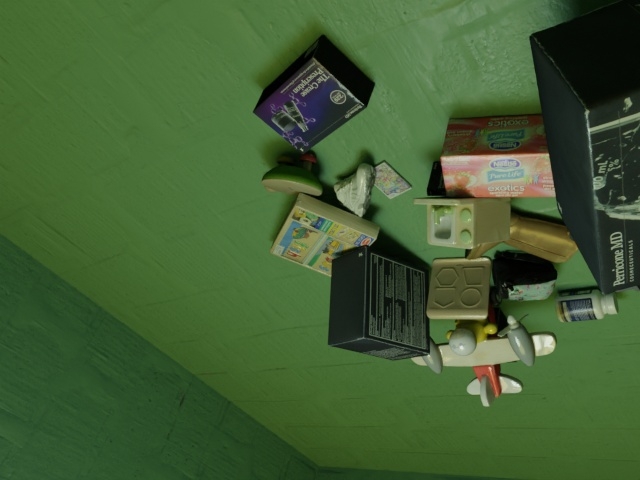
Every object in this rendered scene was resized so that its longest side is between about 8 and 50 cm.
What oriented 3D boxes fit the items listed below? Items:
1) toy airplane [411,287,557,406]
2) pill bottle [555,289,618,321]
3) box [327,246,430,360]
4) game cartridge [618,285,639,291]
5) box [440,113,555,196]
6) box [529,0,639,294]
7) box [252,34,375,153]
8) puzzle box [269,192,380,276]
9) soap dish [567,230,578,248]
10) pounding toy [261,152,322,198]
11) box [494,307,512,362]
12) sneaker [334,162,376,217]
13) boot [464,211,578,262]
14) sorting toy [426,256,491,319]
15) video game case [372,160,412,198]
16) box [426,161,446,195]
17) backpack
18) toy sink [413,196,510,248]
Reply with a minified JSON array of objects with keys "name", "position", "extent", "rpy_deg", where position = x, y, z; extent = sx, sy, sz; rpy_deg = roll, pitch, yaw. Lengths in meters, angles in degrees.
[{"name":"toy airplane","position":[0.502,0.346,1.830],"extent":[0.384,0.272,0.386],"rpy_deg":[41,112,33]},{"name":"pill bottle","position":[0.839,0.205,1.781],"extent":[0.169,0.094,0.094],"rpy_deg":[-12,133,36]},{"name":"box","position":[0.190,0.211,1.826],"extent":[0.294,0.296,0.183],"rpy_deg":[21,151,-35]},{"name":"game cartridge","position":[0.950,0.035,1.550],"extent":[0.355,0.068,0.230],"rpy_deg":[-21,123,41]},{"name":"box","position":[0.459,-0.205,1.385],"extent":[0.300,0.154,0.142],"rpy_deg":[2,140,23]},{"name":"box","position":[0.691,-0.207,1.040],"extent":[0.472,0.297,0.480],"rpy_deg":[-18,131,15]},{"name":"box","position":[-0.020,-0.363,1.447],"extent":[0.184,0.103,0.261],"rpy_deg":[35,141,-24]},{"name":"puzzle box","position":[0.000,0.000,1.870],"extent":[0.272,0.052,0.409],"rpy_deg":[21,154,-7]},{"name":"soap dish","position":[0.780,0.001,1.408],"extent":[0.229,0.118,0.291],"rpy_deg":[56,160,3]},{"name":"pounding toy","position":[-0.079,-0.203,1.698],"extent":[0.183,0.110,0.237],"rpy_deg":[11,173,-6]},{"name":"box","position":[0.612,0.350,2.058],"extent":[0.153,0.108,0.207],"rpy_deg":[-10,134,34]},{"name":"sneaker","position":[0.093,-0.152,1.664],"extent":[0.115,0.090,0.232],"rpy_deg":[23,150,9]},{"name":"boot","position":[0.587,0.015,1.662],"extent":[0.270,0.089,0.236],"rpy_deg":[18,144,0]},{"name":"sorting toy","position":[0.445,0.154,1.808],"extent":[0.193,0.208,0.038],"rpy_deg":[-4,150,28]},{"name":"video game case","position":[0.197,-0.176,1.658],"extent":[0.122,0.011,0.087],"rpy_deg":[38,139,-24]},{"name":"box","position":[0.372,-0.165,1.505],"extent":[0.162,0.116,0.029],"rpy_deg":[1,138,23]},{"name":"backpack","position":[0.629,0.116,1.737],"extent":[0.182,0.152,0.115],"rpy_deg":[-3,138,5]},{"name":"toy sink","position":[0.376,-0.051,1.507],"extent":[0.234,0.131,0.153],"rpy_deg":[-6,-172,-40]}]
